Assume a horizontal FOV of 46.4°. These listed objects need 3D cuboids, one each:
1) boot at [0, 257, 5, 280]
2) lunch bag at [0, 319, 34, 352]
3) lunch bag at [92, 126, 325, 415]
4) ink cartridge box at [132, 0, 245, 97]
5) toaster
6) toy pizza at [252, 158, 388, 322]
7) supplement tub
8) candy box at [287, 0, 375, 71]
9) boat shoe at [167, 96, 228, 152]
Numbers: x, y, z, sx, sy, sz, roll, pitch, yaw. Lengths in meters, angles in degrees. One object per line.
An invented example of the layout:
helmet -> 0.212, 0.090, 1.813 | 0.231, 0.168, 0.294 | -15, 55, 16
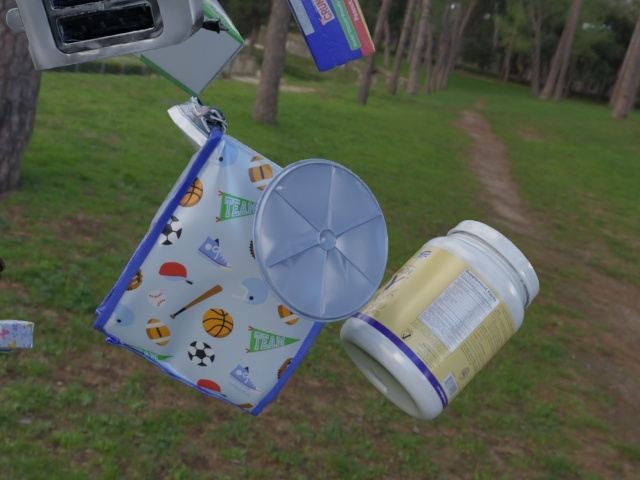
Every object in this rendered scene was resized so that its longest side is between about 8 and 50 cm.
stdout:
boot -> -0.384, 0.053, 0.769 | 0.037, 0.106, 0.114 | 43, 58, 8
lunch bag -> -0.514, 0.154, 1.201 | 0.083, 0.053, 0.071 | -2, -8, 34
lunch bag -> -0.147, 0.058, 1.244 | 0.327, 0.386, 0.239 | 30, -1, -11
ink cartridge box -> -0.262, -0.377, 1.146 | 0.211, 0.121, 0.289 | 32, 19, -39
toaster -> -0.190, -0.247, 0.660 | 0.185, 0.168, 0.110 | -10, 24, 0
toy pizza -> 0.000, 0.000, 0.920 | 0.201, 0.201, 0.032 | 5, -9, -34
supplement tub -> 0.227, 0.144, 1.410 | 0.241, 0.331, 0.241 | 43, -16, 16
candy box -> -0.017, -0.512, 1.414 | 0.122, 0.268, 0.317 | -20, 38, 8
boat shoe -> -0.263, -0.261, 1.715 | 0.108, 0.102, 0.301 | 55, -5, -33
